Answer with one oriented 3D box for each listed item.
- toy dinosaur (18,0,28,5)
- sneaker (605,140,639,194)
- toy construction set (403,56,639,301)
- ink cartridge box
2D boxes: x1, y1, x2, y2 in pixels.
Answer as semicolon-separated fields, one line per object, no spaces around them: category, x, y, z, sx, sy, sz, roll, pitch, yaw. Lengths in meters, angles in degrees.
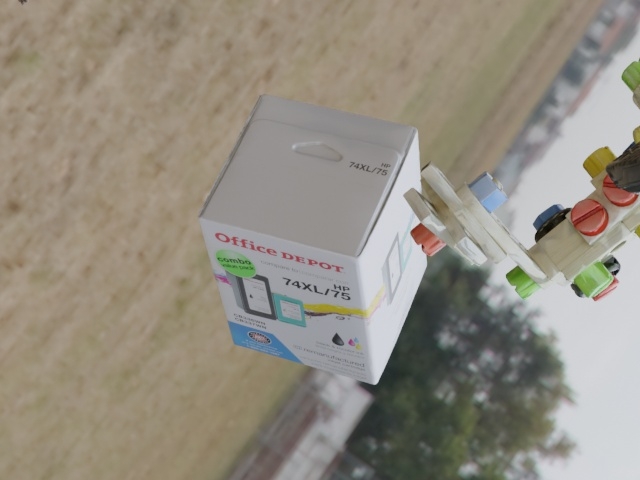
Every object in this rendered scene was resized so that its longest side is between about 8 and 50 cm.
toy dinosaur;-0.473;-0.459;1.880;0.200;0.127;0.296;13;120;-44
sneaker;0.211;-0.021;0.656;0.051;0.089;0.170;-35;-174;-23
toy construction set;0.241;-0.046;1.140;0.327;0.151;0.215;-25;164;16
ink cartridge box;0.000;0.000;1.604;0.270;0.198;0.197;79;30;-53
